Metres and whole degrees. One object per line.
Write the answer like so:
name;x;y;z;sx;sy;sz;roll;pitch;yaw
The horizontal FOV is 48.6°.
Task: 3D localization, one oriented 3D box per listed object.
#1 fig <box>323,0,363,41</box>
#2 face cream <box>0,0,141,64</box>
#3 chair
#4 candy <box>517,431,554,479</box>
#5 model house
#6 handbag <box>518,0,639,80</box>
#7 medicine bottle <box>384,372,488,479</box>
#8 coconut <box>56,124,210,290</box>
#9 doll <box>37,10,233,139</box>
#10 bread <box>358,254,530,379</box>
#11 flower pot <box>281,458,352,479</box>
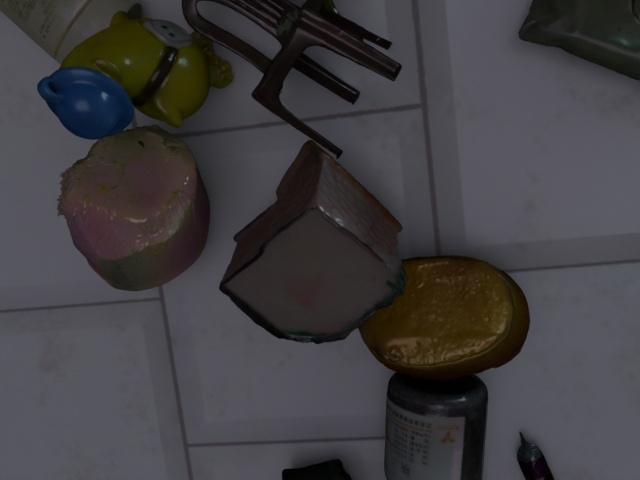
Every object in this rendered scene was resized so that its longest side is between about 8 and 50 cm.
fig;0.008;-0.421;1.096;0.149;0.149;0.245;-12;117;12
face cream;-0.448;-0.419;1.174;0.348;0.081;0.173;42;105;0
chair;-0.060;-0.300;1.032;0.326;0.183;0.175;28;123;-11
candy;0.372;0.404;1.207;0.043;0.045;0.175;-27;94;-21
model house;0.000;0.000;1.101;0.202;0.237;0.237;35;125;-19
handbag;0.478;-0.346;1.017;0.316;0.109;0.253;24;95;4
medicine bottle;0.185;0.357;1.166;0.165;0.165;0.273;4;100;9
coconut;-0.293;-0.045;1.141;0.233;0.245;0.233;2;65;-4
doll;-0.272;-0.247;1.041;0.145;0.363;0.199;-37;90;34
bread;0.189;0.119;1.122;0.270;0.142;0.195;-7;73;18
flower pot;0.010;0.454;1.229;0.107;0.157;0.157;-21;96;-2
